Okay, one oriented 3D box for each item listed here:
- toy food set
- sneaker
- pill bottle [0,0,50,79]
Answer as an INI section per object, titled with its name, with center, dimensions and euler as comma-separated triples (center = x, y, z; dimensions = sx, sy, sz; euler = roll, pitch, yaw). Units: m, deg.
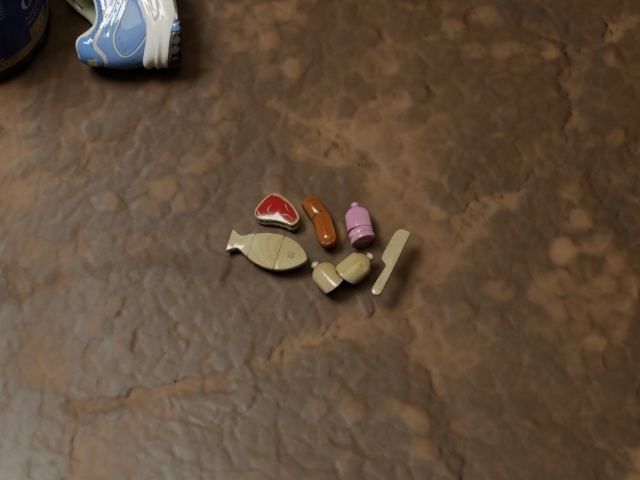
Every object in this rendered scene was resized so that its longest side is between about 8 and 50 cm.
[toy food set]
center = 0.000, 0.000, 1.127
dimensions = 0.122, 0.019, 0.078
euler = 21, 67, 16
[sneaker]
center = -0.164, -0.226, 1.188
dimensions = 0.081, 0.080, 0.211
euler = -11, 66, -9
[pill bottle]
center = -0.269, -0.215, 1.104
dimensions = 0.123, 0.219, 0.122
euler = 0, 66, -1
